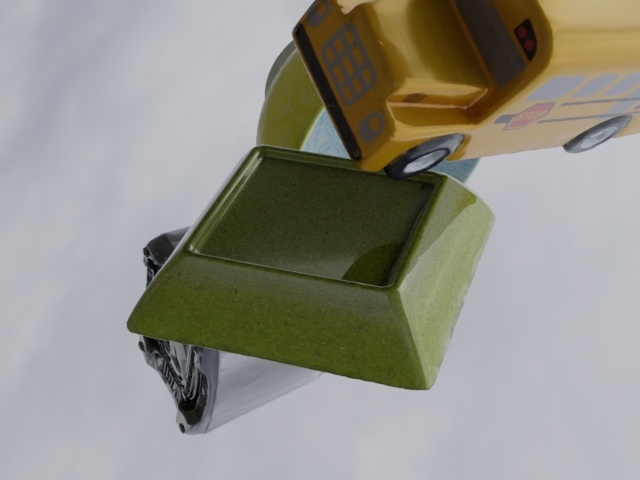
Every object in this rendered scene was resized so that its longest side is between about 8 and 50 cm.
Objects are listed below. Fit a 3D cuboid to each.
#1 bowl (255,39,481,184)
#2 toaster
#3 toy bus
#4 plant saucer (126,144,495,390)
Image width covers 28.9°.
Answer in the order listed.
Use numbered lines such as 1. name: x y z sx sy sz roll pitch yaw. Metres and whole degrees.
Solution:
1. bowl: 0.034 -0.133 1.272 0.156 0.289 0.289 42 -78 34
2. toaster: -0.064 0.056 1.034 0.129 0.146 0.227 57 -26 28
3. toy bus: 0.147 -0.126 0.794 0.130 0.333 0.108 -38 -110 44
4. plant saucer: 0.000 0.000 0.766 0.188 0.188 0.045 -61 155 -51
